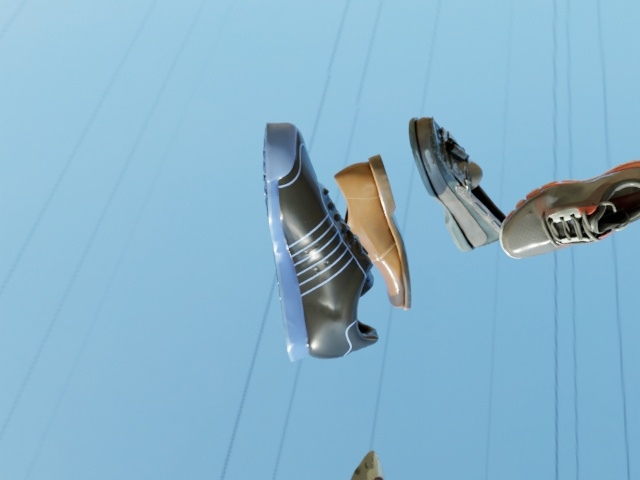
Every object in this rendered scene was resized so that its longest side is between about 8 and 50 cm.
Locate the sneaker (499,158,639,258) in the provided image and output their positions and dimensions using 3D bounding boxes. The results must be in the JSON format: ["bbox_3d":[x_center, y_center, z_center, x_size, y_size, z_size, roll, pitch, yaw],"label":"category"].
[{"bbox_3d":[0.230,-0.023,0.840,0.158,0.061,0.065,-28,-165,23],"label":"sneaker"}]

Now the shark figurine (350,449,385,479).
[{"bbox_3d":[-0.018,0.377,1.077,0.116,0.166,0.278,-7,-165,44],"label":"shark figurine"}]

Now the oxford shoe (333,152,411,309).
[{"bbox_3d":[0.068,-0.003,1.195,0.076,0.212,0.076,-17,-159,2],"label":"oxford shoe"}]

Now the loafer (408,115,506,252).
[{"bbox_3d":[0.198,-0.084,1.317,0.084,0.267,0.096,-11,-129,20],"label":"loafer"}]

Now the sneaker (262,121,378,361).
[{"bbox_3d":[0.000,0.000,0.868,0.090,0.232,0.081,-8,-159,-2],"label":"sneaker"}]
